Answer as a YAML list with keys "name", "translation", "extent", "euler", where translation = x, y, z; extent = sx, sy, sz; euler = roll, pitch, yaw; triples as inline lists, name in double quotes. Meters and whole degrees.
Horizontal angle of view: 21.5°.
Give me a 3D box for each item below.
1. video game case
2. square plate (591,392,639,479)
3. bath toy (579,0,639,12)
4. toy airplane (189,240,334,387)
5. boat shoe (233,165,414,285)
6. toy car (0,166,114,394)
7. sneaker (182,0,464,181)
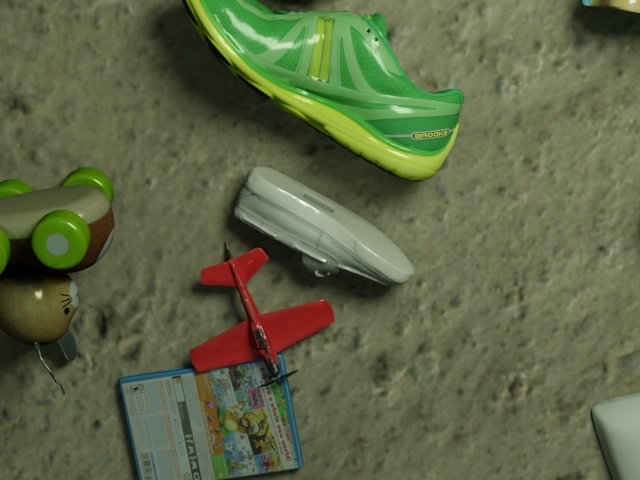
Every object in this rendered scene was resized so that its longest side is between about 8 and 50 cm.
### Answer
- name: "video game case"
  translation: [-0.109, 0.182, 1.684]
  extent: [0.166, 0.015, 0.119]
  euler: [-9, 100, 6]
- name: "square plate"
  translation: [0.469, 0.284, 1.606]
  extent: [0.347, 0.049, 0.344]
  euler: [-15, 98, 20]
- name: "bath toy"
  translation: [0.301, -0.379, 1.492]
  extent: [0.151, 0.129, 0.348]
  euler: [-9, 107, -39]
- name: "toy airplane"
  translation: [-0.064, 0.071, 1.644]
  extent: [0.151, 0.028, 0.151]
  euler: [0, 93, 2]
- name: "boat shoe"
  translation: [0.000, 0.000, 1.616]
  extent: [0.184, 0.066, 0.063]
  euler: [29, 111, -2]
- name: "toy car"
  translation: [-0.257, 0.047, 1.606]
  extent: [0.149, 0.155, 0.188]
  euler: [-9, 110, 6]
- name: "sneaker"
  translation: [0.002, -0.171, 1.570]
  extent: [0.295, 0.109, 0.123]
  euler: [32, 92, -8]
